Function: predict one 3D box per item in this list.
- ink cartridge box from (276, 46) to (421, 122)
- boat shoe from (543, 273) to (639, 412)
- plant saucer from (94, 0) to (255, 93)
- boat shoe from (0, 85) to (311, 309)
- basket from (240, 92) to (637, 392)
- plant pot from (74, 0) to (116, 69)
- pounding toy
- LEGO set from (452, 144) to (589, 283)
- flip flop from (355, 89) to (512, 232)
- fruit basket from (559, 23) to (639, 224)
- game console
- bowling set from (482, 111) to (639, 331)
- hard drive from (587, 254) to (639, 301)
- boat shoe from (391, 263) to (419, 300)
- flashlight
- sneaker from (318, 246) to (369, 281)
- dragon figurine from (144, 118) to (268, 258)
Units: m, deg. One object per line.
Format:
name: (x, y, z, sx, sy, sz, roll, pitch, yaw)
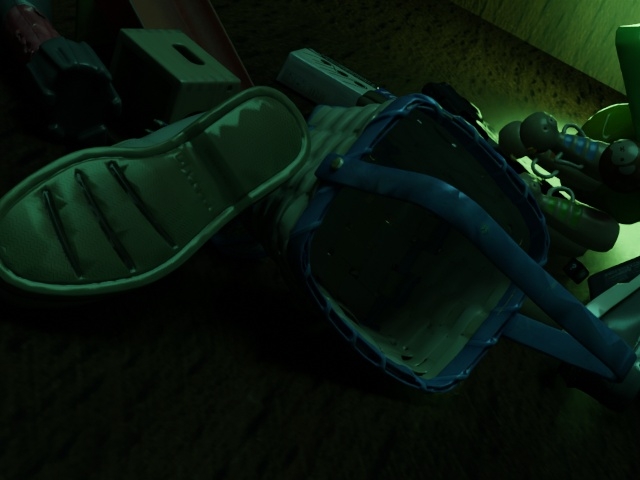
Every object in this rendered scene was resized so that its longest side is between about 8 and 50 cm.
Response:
ink cartridge box: (0.050, -0.185, 2.103, 0.207, 0.046, 0.097, 31, 18, 8)
boat shoe: (0.352, 0.078, 1.583, 0.319, 0.116, 0.099, -26, 61, -40)
plant saucer: (-0.159, -0.214, 1.688, 0.259, 0.047, 0.258, 63, 16, -7)
boat shoe: (-0.139, -0.021, 1.196, 0.302, 0.103, 0.113, -26, 88, -40)
basket: (0.092, 0.012, 1.269, 0.255, 0.201, 0.289, 42, -16, -31)
plant pot: (-0.231, -0.233, 1.697, 0.083, 0.083, 0.079, 7, 70, -49)
pounding toy: (-0.130, -0.113, 1.511, 0.100, 0.130, 0.141, -6, 35, -41)
LEGO set: (0.231, -0.052, 1.857, 0.244, 0.060, 0.182, 46, 1, 10)
flip flop: (0.125, -0.069, 1.814, 0.277, 0.080, 0.112, 45, -4, 27)
fruit basket: (0.461, -0.113, 2.146, 0.392, 0.392, 0.283, 34, 25, 20)
game console: (0.234, -0.118, 2.115, 0.213, 0.044, 0.361, 38, 11, -27)
bowling set: (0.239, -0.066, 1.639, 0.154, 0.200, 0.287, 24, 46, -5)
hard drive: (0.355, 0.053, 1.813, 0.022, 0.094, 0.135, 65, 13, -11)
boat shoe: (0.093, 0.048, 1.483, 0.048, 0.056, 0.153, 20, 11, -8)
flashlight: (-0.283, -0.204, 1.556, 0.103, 0.103, 0.304, 17, 19, -35)
sneaker: (0.000, 0.000, 1.474, 0.119, 0.057, 0.047, 35, 21, 28)
dragon figurine: (-0.075, -0.038, 1.414, 0.289, 0.085, 0.144, 7, 28, -40)
